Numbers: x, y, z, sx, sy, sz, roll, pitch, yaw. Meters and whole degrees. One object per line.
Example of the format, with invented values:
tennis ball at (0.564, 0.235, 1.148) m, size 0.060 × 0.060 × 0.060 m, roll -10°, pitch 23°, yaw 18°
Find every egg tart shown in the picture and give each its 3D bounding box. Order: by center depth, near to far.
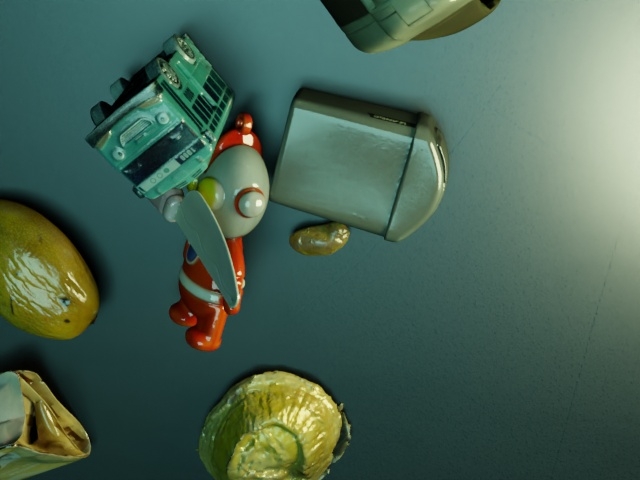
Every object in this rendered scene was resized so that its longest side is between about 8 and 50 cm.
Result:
egg tart at (-0.078, 0.322, 1.664) m, size 0.252 × 0.098 × 0.232 m, roll -20°, pitch 113°, yaw 8°

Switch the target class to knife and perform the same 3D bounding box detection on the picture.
knife at (-0.174, -0.034, 1.422) m, size 0.043 × 0.336 × 0.081 m, roll -1°, pitch 125°, yaw -38°

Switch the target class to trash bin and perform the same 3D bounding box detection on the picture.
trash bin at (0.060, -0.105, 1.475) m, size 0.236 × 0.101 × 0.177 m, roll 16°, pitch 114°, yaw 1°

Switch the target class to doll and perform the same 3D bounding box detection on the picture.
doll at (-0.143, -0.017, 1.482) m, size 0.105 × 0.200 × 0.337 m, roll 6°, pitch 112°, yaw -29°

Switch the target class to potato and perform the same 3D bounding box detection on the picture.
potato at (0.000, 0.000, 1.549) m, size 0.092 × 0.045 × 0.047 m, roll -12°, pitch 75°, yaw 7°

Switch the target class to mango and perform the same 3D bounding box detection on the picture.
mango at (-0.439, 0.042, 1.564) m, size 0.262 × 0.109 × 0.157 m, roll 42°, pitch 113°, yaw -11°

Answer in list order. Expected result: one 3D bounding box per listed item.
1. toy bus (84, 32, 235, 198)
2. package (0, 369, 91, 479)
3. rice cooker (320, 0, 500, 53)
toy bus at (-0.201, -0.163, 1.384) m, size 0.128 × 0.256 × 0.147 m, roll -36°, pitch 108°, yaw 17°
package at (-0.563, 0.314, 1.682) m, size 0.311 × 0.221 × 0.165 m, roll -22°, pitch 69°, yaw 15°
rice cooker at (0.106, -0.398, 1.226) m, size 0.335 × 0.335 × 0.325 m, roll -33°, pitch 105°, yaw 16°
